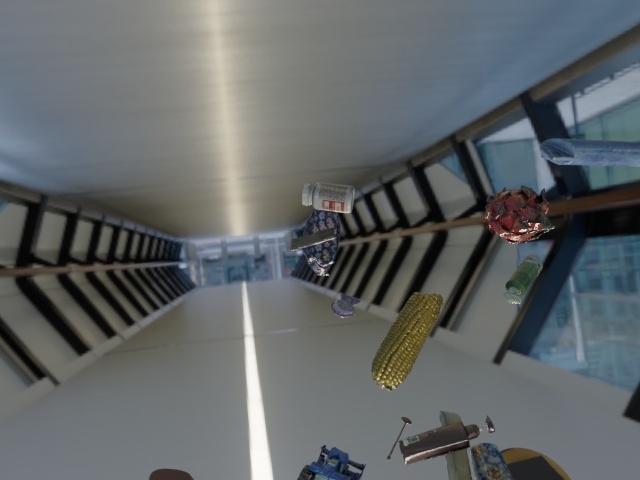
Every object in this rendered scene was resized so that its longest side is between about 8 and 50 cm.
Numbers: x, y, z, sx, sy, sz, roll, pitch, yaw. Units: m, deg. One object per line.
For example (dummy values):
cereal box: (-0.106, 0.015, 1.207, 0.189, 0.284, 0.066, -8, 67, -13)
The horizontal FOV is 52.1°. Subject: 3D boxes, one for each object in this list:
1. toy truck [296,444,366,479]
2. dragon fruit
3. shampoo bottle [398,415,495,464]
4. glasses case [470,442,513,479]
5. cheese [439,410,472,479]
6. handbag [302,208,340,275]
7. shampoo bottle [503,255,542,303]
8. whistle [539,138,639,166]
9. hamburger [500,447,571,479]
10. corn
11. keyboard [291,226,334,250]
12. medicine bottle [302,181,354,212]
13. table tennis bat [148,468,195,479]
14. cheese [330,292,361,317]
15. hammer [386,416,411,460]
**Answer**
toy truck: (0.024, 0.516, 1.423, 0.113, 0.126, 0.208, 21, 164, 14)
dragon fruit: (0.696, -0.085, 2.275, 0.192, 0.193, 0.274, -37, -133, -28)
shampoo bottle: (0.314, 0.492, 1.621, 0.237, 0.067, 0.068, -17, -141, 3)
glasses case: (0.448, 0.630, 1.656, 0.087, 0.247, 0.065, -2, 135, -10)
cheese: (0.357, 0.632, 1.646, 0.034, 0.400, 0.085, -24, 147, 34)
handbag: (0.000, 0.000, 2.270, 0.127, 0.228, 0.208, 5, 163, -7)
shampoo bottle: (0.591, 0.118, 1.918, 0.065, 0.065, 0.204, -8, -158, 42)
whistle: (0.641, -0.199, 1.487, 0.305, 0.062, 0.062, -1, 177, -19)
hamburger: (0.620, 0.774, 1.983, 0.302, 0.170, 0.302, 6, -154, -3)
corn: (0.302, 0.346, 2.321, 0.144, 0.387, 0.144, 27, 171, 5)
keyboard: (-0.021, -0.003, 1.828, 0.129, 0.015, 0.049, -17, -144, 10)
medicine bottle: (0.022, -0.122, 1.838, 0.140, 0.079, 0.079, 8, 180, 8)
table tennis bat: (-0.460, 0.828, 2.221, 0.247, 0.022, 0.138, 14, -165, -19)
cheese: (0.100, 0.271, 2.714, 0.105, 0.042, 0.191, 24, -157, 9)
hammer: (0.193, 0.492, 1.626, 0.029, 0.123, 0.014, 31, 143, 7)
